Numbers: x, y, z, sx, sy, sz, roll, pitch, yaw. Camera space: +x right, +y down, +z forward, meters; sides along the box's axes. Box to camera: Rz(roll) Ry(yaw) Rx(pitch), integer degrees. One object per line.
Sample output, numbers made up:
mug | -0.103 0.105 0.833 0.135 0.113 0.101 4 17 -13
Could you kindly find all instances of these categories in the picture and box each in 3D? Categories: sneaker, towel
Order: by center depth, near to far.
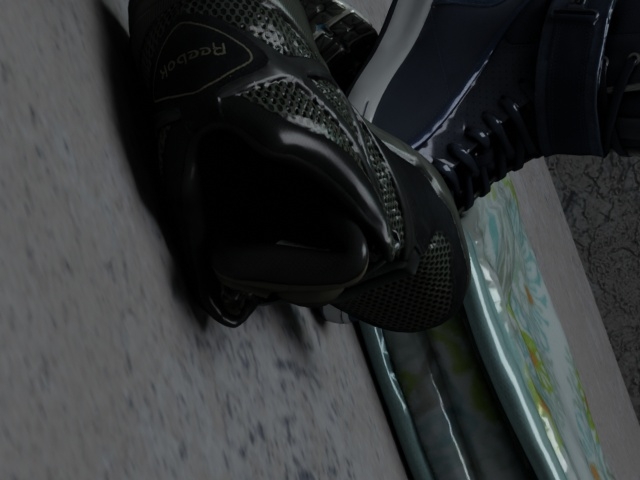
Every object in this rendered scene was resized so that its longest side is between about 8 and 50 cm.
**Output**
sneaker | 0.000 0.000 0.750 0.227 0.087 0.130 53 22 -49
sneaker | 0.095 -0.046 0.925 0.086 0.163 0.226 78 30 -56
sneaker | -0.004 -0.099 1.004 0.073 0.063 0.162 55 1 22
towel | 0.123 0.127 1.124 0.320 0.090 0.375 -40 111 -78
